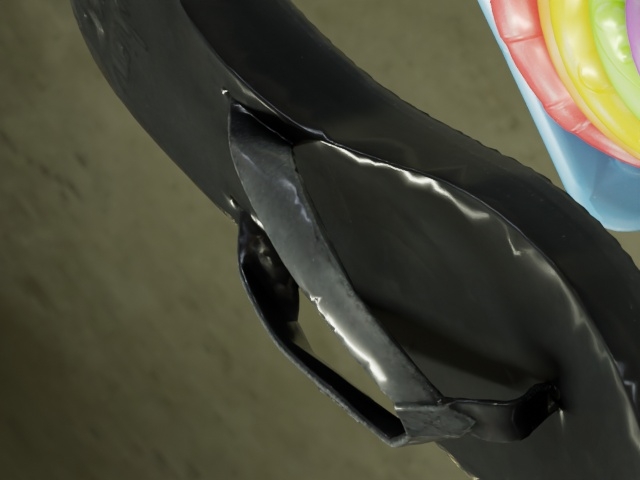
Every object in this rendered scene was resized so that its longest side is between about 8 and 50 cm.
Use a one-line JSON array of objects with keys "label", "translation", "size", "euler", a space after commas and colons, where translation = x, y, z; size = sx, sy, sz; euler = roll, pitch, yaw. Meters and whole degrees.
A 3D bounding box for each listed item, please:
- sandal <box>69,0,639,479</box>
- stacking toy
[{"label": "sandal", "translation": [0.000, 0.000, 0.481], "size": [0.254, 0.054, 0.097], "euler": [43, 149, 35]}, {"label": "stacking toy", "translation": [0.137, -0.076, 0.566], "size": [0.175, 0.166, 0.302], "euler": [63, -172, -11]}]
